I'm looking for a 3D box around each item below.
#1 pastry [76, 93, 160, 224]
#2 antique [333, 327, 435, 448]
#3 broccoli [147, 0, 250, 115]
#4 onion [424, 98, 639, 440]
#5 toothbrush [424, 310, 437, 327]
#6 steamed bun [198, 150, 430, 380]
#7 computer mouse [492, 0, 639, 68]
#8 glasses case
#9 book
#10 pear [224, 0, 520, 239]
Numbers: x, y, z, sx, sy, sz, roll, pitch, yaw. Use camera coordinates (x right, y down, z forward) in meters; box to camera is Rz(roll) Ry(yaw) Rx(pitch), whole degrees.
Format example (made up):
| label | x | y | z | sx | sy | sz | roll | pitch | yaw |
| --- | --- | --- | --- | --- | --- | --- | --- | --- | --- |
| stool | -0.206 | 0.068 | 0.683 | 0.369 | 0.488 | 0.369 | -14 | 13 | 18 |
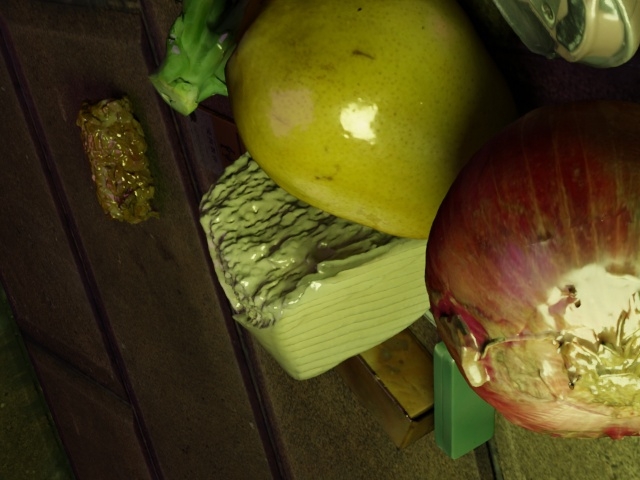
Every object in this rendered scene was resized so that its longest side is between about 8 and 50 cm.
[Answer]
| label | x | y | z | sx | sy | sz | roll | pitch | yaw |
| --- | --- | --- | --- | --- | --- | --- | --- | --- | --- |
| pastry | -0.353 | -0.133 | 2.282 | 0.154 | 0.102 | 0.250 | 20 | 129 | 56 |
| antique | 0.062 | 0.142 | 1.835 | 0.310 | 0.093 | 0.087 | 49 | 150 | 23 |
| broccoli | -0.098 | -0.258 | 1.578 | 0.269 | 0.269 | 0.254 | 56 | 162 | 11 |
| onion | 0.267 | 0.044 | 1.183 | 0.353 | 0.353 | 0.354 | 40 | 145 | 36 |
| toothbrush | 0.109 | 0.058 | 1.754 | 0.263 | 0.026 | 0.022 | 44 | 141 | 31 |
| steamed bun | 0.000 | 0.000 | 1.645 | 0.273 | 0.290 | 0.272 | 89 | 156 | -53 |
| computer mouse | 0.198 | -0.322 | 1.184 | 0.199 | 0.115 | 0.389 | 98 | 148 | -63 |
| glasses case | 0.189 | 0.198 | 1.687 | 0.039 | 0.077 | 0.184 | 39 | 144 | 43 |
| book | -0.157 | -0.148 | 2.034 | 0.172 | 0.012 | 0.118 | 28 | 138 | 47 |
| pear | 0.060 | -0.155 | 1.402 | 0.336 | 0.285 | 0.285 | 29 | 140 | 23 |
